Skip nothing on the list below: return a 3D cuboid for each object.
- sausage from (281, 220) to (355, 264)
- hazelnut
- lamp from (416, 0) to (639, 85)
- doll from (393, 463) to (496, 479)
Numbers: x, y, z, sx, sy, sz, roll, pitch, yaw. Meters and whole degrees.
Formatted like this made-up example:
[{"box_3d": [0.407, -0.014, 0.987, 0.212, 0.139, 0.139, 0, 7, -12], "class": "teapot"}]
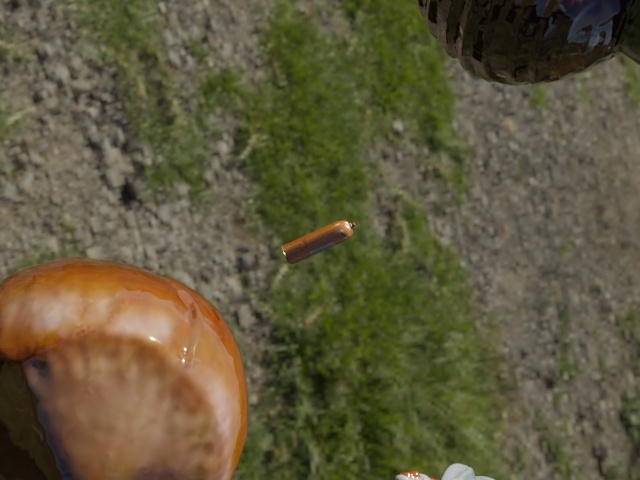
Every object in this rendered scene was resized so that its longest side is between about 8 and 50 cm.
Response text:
[{"box_3d": [0.000, 0.000, 1.710, 0.031, 0.107, 0.031, -24, 90, -87], "class": "sausage"}, {"box_3d": [-0.248, 0.165, 1.321, 0.372, 0.372, 0.316, -58, 156, -51], "class": "hazelnut"}, {"box_3d": [0.150, -0.215, 0.784, 0.247, 0.246, 0.247, 30, 54, -53], "class": "lamp"}, {"box_3d": [0.080, 0.177, 0.735, 0.180, 0.079, 0.094, 23, 48, -52], "class": "doll"}]
